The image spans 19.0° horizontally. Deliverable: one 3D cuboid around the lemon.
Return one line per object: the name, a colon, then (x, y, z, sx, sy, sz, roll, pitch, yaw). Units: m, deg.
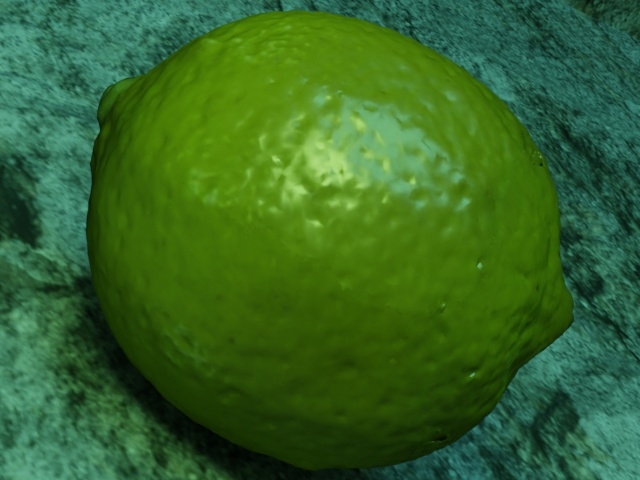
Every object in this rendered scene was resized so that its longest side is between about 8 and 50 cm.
lemon: (0.002, 0.001, 1.334, 0.336, 0.336, 0.336, 29, 23, -14)
